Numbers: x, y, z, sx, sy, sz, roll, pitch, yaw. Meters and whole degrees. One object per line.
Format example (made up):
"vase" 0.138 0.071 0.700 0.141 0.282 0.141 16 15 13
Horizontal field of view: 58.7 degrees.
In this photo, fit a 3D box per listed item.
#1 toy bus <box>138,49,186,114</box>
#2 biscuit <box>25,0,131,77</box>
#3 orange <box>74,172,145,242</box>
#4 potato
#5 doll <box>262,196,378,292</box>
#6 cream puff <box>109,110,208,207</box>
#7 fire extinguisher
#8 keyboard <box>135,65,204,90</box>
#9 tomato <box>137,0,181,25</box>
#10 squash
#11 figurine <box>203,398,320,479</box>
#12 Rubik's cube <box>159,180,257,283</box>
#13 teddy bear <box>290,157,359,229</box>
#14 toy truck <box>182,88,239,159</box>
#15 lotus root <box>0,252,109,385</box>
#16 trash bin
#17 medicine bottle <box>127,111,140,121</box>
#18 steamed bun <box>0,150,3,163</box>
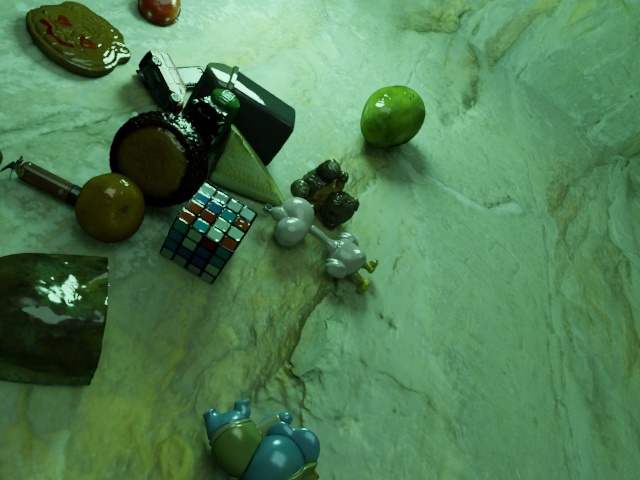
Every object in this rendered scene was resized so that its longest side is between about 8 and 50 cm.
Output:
"toy bus" -0.444 -0.445 1.639 0.089 0.081 0.195 -20 80 -52
"biscuit" -0.688 -0.581 1.628 0.273 0.049 0.257 43 43 2
"orange" -0.478 -0.075 1.289 0.136 0.159 0.159 11 28 37
"potato" 0.255 -0.441 2.039 0.216 0.216 0.304 45 53 6
"doll" 0.000 -0.001 1.585 0.365 0.094 0.160 32 52 -6
"cream puff" -0.390 -0.198 1.398 0.239 0.239 0.165 32 13 -8
"fire extinguisher" -0.634 -0.135 1.300 0.177 0.050 0.062 27 83 -11
"keyboard" -0.443 -0.497 1.738 0.230 0.025 0.094 -19 69 -41
"tomato" -0.524 -0.788 1.875 0.139 0.091 0.159 24 48 -14
"squash" -0.169 -0.205 1.604 0.252 0.170 0.093 21 24 -19
"figurine" -0.109 0.420 1.128 0.180 0.154 0.262 -28 77 -33
"Rubik's cube" -0.270 -0.019 1.375 0.154 0.151 0.155 34 44 -8
"teddy bear" 0.021 -0.131 1.691 0.177 0.140 0.190 -39 91 -4
"toy truck" -0.307 -0.287 1.505 0.101 0.242 0.125 39 31 0
"lotus root" -0.549 0.118 1.082 0.260 0.149 0.267 12 47 -27
"trash bin" -0.233 -0.362 1.640 0.290 0.209 0.182 27 33 -20
"medicine bottle" -0.472 -0.301 1.534 0.091 0.058 0.058 27 45 -13
"steamed bun" -0.787 -0.201 1.213 0.145 0.106 0.175 48 30 16
